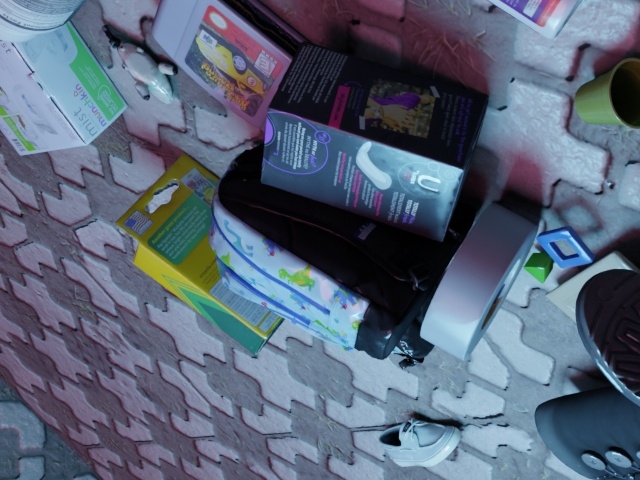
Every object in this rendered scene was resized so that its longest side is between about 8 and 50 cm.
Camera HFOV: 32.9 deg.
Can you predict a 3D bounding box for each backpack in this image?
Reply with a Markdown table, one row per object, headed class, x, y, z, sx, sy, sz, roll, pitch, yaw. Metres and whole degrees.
| class | x | y | z | sx | sy | sz | roll | pitch | yaw |
| --- | --- | --- | --- | --- | --- | --- | --- | --- | --- |
| backpack | 0.000 | 0.000 | 1.609 | 0.355 | 0.290 | 0.273 | 32 | 142 | 5 |
| backpack | 0.129 | 0.120 | 1.791 | 0.182 | 0.152 | 0.115 | 5 | 130 | 58 |

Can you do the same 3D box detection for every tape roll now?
| class | x | y | z | sx | sy | sz | roll | pitch | yaw |
| --- | --- | --- | --- | --- | --- | --- | --- | --- | --- |
| tape roll | 0.225 | 0.058 | 1.534 | 0.072 | 0.219 | 0.219 | 28 | 146 | 15 |

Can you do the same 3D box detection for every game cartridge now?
| class | x | y | z | sx | sy | sz | roll | pitch | yaw |
| --- | --- | --- | --- | --- | --- | --- | --- | --- | --- |
| game cartridge | -0.119 | -0.276 | 1.621 | 0.294 | 0.060 | 0.196 | 39 | 151 | 0 |

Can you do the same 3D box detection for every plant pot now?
| class | x | y | z | sx | sy | sz | roll | pitch | yaw |
| --- | --- | --- | --- | --- | --- | --- | --- | --- | --- |
| plant pot | 0.346 | -0.169 | 1.287 | 0.083 | 0.083 | 0.079 | 50 | 158 | -17 |

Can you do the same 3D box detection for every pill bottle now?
| class | x | y | z | sx | sy | sz | roll | pitch | yaw |
| --- | --- | --- | --- | --- | --- | --- | --- | --- | --- |
| pill bottle | 0.207 | -0.318 | 1.203 | 0.193 | 0.108 | 0.108 | 34 | 147 | 6 |
| pill bottle | -0.420 | -0.417 | 1.626 | 0.176 | 0.176 | 0.318 | 47 | 146 | -13 |

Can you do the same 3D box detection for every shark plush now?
| class | x | y | z | sx | sy | sz | roll | pitch | yaw |
| --- | --- | --- | --- | --- | --- | --- | --- | --- | --- |
| shark plush | -0.307 | -0.286 | 1.791 | 0.161 | 0.073 | 0.067 | 35 | 177 | -3 |

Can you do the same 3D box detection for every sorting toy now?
| class | x | y | z | sx | sy | sz | roll | pitch | yaw |
| --- | --- | --- | --- | --- | --- | --- | --- | --- | --- |
| sorting toy | 0.440 | 0.098 | 1.537 | 0.348 | 0.047 | 0.196 | 41 | 151 | -2 |

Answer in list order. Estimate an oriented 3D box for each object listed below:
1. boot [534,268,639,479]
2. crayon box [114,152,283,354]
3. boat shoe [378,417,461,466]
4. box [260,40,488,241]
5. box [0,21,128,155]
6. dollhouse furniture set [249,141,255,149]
| class | x | y | z | sx | sy | sz | roll | pitch | yaw |
| --- | --- | --- | --- | --- | --- | --- | --- | --- | --- |
| boot | 0.427 | 0.220 | 1.545 | 0.367 | 0.146 | 0.445 | 41 | 163 | -1 |
| crayon box | -0.175 | 0.021 | 1.891 | 0.323 | 0.203 | 0.083 | 37 | 147 | 4 |
| boat shoe | 0.183 | 0.386 | 2.096 | 0.081 | 0.079 | 0.227 | 41 | 150 | -11 |
| box | 0.071 | -0.135 | 1.478 | 0.270 | 0.143 | 0.165 | 19 | 144 | 7 |
| box | -0.510 | -0.292 | 1.908 | 0.231 | 0.127 | 0.262 | -3 | 128 | 45 |
| dollhouse furniture set | -0.098 | -0.102 | 1.793 | 0.081 | 0.091 | 0.114 | 38 | 153 | 30 |
